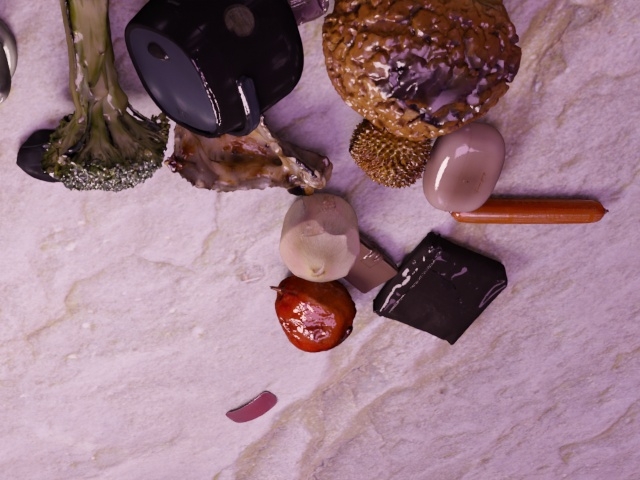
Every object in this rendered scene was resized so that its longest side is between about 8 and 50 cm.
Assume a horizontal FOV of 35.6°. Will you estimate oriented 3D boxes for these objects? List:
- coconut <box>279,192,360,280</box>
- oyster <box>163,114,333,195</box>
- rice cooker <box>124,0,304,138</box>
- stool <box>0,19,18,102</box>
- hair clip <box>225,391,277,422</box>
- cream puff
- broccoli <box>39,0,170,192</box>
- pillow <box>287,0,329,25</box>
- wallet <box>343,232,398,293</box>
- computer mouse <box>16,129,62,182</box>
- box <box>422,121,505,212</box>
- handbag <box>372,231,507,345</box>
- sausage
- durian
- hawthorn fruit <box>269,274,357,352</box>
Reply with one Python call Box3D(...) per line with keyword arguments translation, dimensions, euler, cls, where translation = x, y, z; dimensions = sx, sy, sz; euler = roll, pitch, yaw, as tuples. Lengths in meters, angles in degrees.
Box3D(translation=(0.000, 0.000, 1.966), dimensions=(0.171, 0.183, 0.171), euler=(1, 128, 1), cls="coconut")
Box3D(translation=(-0.118, -0.169, 1.839), dimensions=(0.337, 0.133, 0.198), euler=(19, 125, -25), cls="oyster")
Box3D(translation=(-0.163, -0.309, 1.616), dimensions=(0.224, 0.267, 0.267), euler=(-43, 138, -26), cls="rice cooker")
Box3D(translation=(-0.611, -0.270, 1.651), dimensions=(0.195, 0.198, 0.195), euler=(22, 125, -26), cls="stool")
Box3D(translation=(-0.169, 0.411, 2.430), dimensions=(0.137, 0.022, 0.054), euler=(-31, 125, 20), cls="hair clip")
Box3D(translation=(0.166, -0.322, 1.666), dimensions=(0.327, 0.231, 0.343), euler=(-10, 132, 8), cls="cream puff")
Box3D(translation=(-0.382, -0.262, 1.693), dimensions=(0.221, 0.252, 0.361), euler=(-1, 90, 4), cls="broccoli")
Box3D(translation=(-0.073, -0.450, 1.650), dimensions=(0.131, 0.038, 0.232), euler=(-17, 129, 8), cls="pillow")
Box3D(translation=(0.083, 0.045, 2.111), dimensions=(0.118, 0.039, 0.153), euler=(-28, 125, 32), cls="wallet")
Box3D(translation=(-0.476, -0.155, 1.859), dimensions=(0.192, 0.062, 0.106), euler=(-9, 130, 4), cls="computer mouse")
Box3D(translation=(0.277, -0.141, 1.933), dimensions=(0.146, 0.088, 0.200), euler=(5, 130, -13), cls="box")
Box3D(translation=(0.260, 0.112, 2.167), dimensions=(0.223, 0.080, 0.247), euler=(21, 126, -22), cls="handbag")
Box3D(translation=(0.423, -0.060, 2.046), dimensions=(0.348, 0.053, 0.053), euler=(0, 132, -7), cls="sausage")
Box3D(translation=(0.133, -0.166, 1.862), dimensions=(0.168, 0.137, 0.158), euler=(16, 143, 21), cls="durian")
Box3D(translation=(-0.011, 0.151, 2.122), dimensions=(0.173, 0.173, 0.179), euler=(-17, 132, 9), cls="hawthorn fruit")
